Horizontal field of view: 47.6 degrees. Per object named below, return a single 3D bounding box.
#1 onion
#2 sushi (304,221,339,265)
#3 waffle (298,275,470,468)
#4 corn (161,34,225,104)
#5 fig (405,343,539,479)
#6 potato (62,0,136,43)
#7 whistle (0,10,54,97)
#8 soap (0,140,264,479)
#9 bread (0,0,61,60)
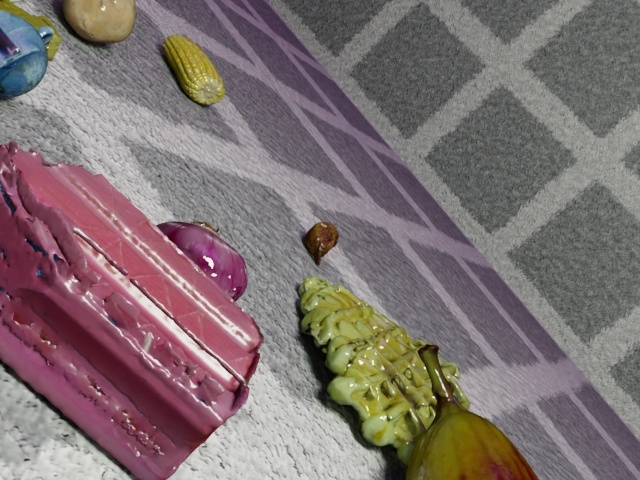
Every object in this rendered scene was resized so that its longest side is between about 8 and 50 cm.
[{"bbox_3d":[-0.125,0.032,0.684,0.115,0.115,0.104,27,69,-50],"label":"onion"},{"bbox_3d":[0.000,0.000,1.163,0.050,0.047,0.099,35,33,2],"label":"sushi"},{"bbox_3d":[0.095,0.171,0.935,0.297,0.073,0.317,38,18,-25],"label":"waffle"},{"bbox_3d":[-0.227,-0.306,1.288,0.085,0.063,0.165,-3,45,-39],"label":"corn"},{"bbox_3d":[0.147,0.237,0.743,0.170,0.146,0.274,27,41,-51],"label":"fig"},{"bbox_3d":[-0.323,-0.347,1.061,0.112,0.112,0.147,36,12,-34],"label":"potato"},{"bbox_3d":[-0.325,-0.174,0.709,0.090,0.090,0.158,47,55,0],"label":"whistle"},{"bbox_3d":[-0.162,0.038,0.547,0.250,0.099,0.162,45,16,-7],"label":"soap"},{"bbox_3d":[-0.378,-0.253,0.787,0.088,0.049,0.226,49,15,7],"label":"bread"}]
